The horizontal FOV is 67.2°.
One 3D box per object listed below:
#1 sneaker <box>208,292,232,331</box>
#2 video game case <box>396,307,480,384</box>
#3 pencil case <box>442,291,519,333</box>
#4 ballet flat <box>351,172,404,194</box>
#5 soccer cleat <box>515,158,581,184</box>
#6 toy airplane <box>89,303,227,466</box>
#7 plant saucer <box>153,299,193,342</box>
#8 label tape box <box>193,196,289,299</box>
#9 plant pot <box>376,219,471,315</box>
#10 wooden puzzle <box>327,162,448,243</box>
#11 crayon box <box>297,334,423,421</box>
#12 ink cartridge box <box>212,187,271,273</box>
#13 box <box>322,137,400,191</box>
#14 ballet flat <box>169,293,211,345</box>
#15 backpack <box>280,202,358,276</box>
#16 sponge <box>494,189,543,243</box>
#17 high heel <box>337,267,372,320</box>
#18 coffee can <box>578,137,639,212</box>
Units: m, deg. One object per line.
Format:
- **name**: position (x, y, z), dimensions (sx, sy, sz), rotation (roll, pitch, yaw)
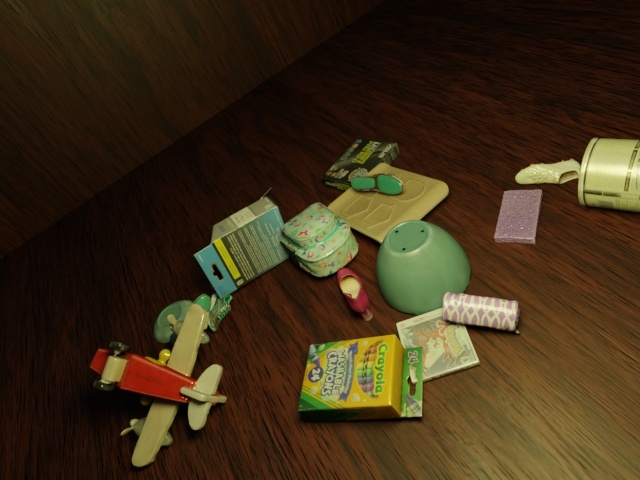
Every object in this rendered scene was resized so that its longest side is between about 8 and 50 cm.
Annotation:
- **sneaker**: position (-0.364, 0.253, 1.752), dimensions (0.076, 0.065, 0.166), rotation (-12, 46, 13)
- **video game case**: position (0.318, 0.283, 1.335), dimensions (0.183, 0.023, 0.201), rotation (-21, 41, 11)
- **pencil case**: position (0.432, 0.188, 1.299), dimensions (0.206, 0.086, 0.088), rotation (8, 15, 23)
- **ballet flat**: position (0.216, -0.212, 1.744), dimensions (0.222, 0.076, 0.079), rotation (8, 25, 37)
- **soccer cleat**: position (0.737, -0.213, 1.558), dimensions (0.196, 0.068, 0.076), rotation (-11, 47, 18)
- **toy airplane**: position (-0.471, 0.441, 1.508), dimensions (0.386, 0.272, 0.384), rotation (-27, 77, -9)
- **plant saucer**: position (-0.568, 0.298, 1.846), dimensions (0.195, 0.037, 0.195), rotation (-16, 43, 15)
- **label tape box**: position (-0.280, 0.025, 1.759), dimensions (0.334, 0.240, 0.106), rotation (-31, 40, -14)
- **plant pot**: position (0.290, 0.051, 1.458), dimensions (0.290, 0.195, 0.290), rotation (-17, 41, 16)
- **wooden puzzle**: position (0.241, -0.130, 1.751), dimensions (0.322, 0.080, 0.348), rotation (-40, 40, -14)
- **crayon box**: position (0.109, 0.372, 1.306), dimensions (0.323, 0.083, 0.203), rotation (-13, 43, 26)
- **ink cartridge box**: position (-0.304, -0.039, 1.932), dimensions (0.069, 0.176, 0.371), rotation (37, 68, 1)
- **box**: position (0.168, -0.313, 2.006), dimensions (0.216, 0.060, 0.270), rotation (20, 61, 43)
- **ballet flat**: position (-0.440, 0.297, 1.689), dimensions (0.087, 0.083, 0.247), rotation (48, 114, 23)
- **backpack**: position (0.000, 0.000, 1.693), dimensions (0.225, 0.191, 0.253), rotation (-36, 42, -13)
- **sponge**: position (0.624, -0.077, 1.512), dimensions (0.117, 0.031, 0.210), rotation (1, 50, 32)
- **high heel**: position (0.093, 0.144, 1.540), dimensions (0.082, 0.117, 0.244), rotation (-26, 40, 5)
- **coffee can**: position (0.886, -0.175, 1.321), dimensions (0.275, 0.201, 0.201), rotation (14, 57, 40)
